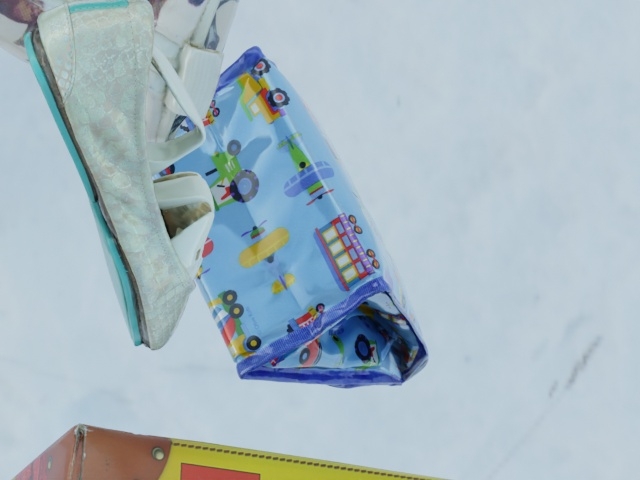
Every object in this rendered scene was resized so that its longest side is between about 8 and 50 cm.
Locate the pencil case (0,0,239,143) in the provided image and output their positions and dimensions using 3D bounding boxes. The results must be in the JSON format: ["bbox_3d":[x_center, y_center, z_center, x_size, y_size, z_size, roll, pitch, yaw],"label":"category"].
[{"bbox_3d":[-0.226,-0.212,1.061,0.410,0.183,0.160,29,123,-3],"label":"pencil case"}]

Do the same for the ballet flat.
[{"bbox_3d":[-0.064,-0.020,0.658,0.052,0.057,0.168,-18,138,-5],"label":"ballet flat"}]

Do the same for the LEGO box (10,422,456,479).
[{"bbox_3d":[0.002,0.300,1.242,0.500,0.193,0.372,12,155,-23],"label":"LEGO box"}]

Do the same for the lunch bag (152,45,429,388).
[{"bbox_3d":[0.000,0.000,1.429,0.138,0.221,0.293,-32,160,14],"label":"lunch bag"}]
